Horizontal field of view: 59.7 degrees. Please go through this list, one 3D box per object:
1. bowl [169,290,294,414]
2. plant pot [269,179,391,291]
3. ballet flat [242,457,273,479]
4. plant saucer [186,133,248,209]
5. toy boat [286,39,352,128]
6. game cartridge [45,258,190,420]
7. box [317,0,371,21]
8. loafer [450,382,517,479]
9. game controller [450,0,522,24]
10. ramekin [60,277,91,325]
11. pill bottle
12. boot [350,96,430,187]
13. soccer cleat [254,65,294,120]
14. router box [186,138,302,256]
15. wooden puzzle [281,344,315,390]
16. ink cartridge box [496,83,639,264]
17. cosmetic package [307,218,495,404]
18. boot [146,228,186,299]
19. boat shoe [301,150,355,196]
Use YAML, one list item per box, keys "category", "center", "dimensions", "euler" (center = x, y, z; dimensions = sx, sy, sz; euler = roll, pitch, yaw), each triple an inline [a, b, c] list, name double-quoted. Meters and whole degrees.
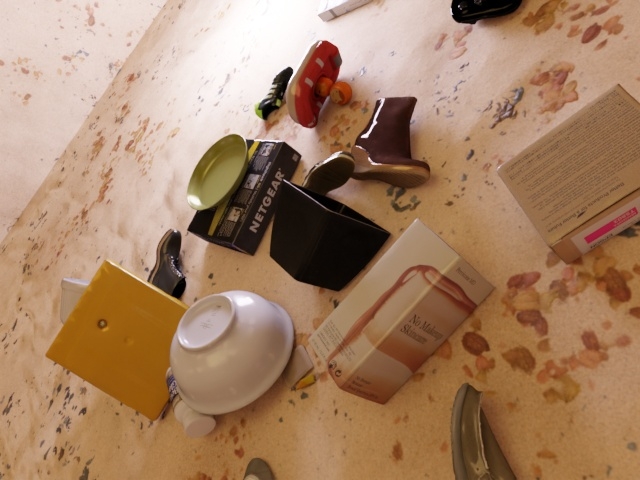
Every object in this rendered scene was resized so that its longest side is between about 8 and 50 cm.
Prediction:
- category: "bowl"
  center: [-0.217, 0.213, 1.215]
  dimensions: [0.297, 0.134, 0.298]
  euler: [-17, 42, 16]
- category: "plant pot"
  center: [0.000, 0.000, 1.188]
  dimensions: [0.187, 0.188, 0.167]
  euler: [38, 106, 48]
- category: "ballet flat"
  center: [-0.119, 0.505, 1.049]
  dimensions: [0.072, 0.068, 0.213]
  euler: [-40, 43, 17]
- category: "plant saucer"
  center: [-0.276, -0.183, 1.537]
  dimensions: [0.240, 0.037, 0.241]
  euler: [-24, 50, 33]
- category: "toy boat"
  center: [0.013, -0.401, 1.474]
  dimensions: [0.151, 0.151, 0.231]
  euler: [24, 82, 19]
- category: "game cartridge"
  center: [-0.476, 0.249, 1.406]
  dimensions: [0.285, 0.323, 0.052]
  euler: [-58, 1, -3]
- category: "box"
  center: [0.085, -0.755, 1.684]
  dimensions: [0.186, 0.038, 0.145]
  euler: [-7, 60, 42]
- category: "loafer"
  center: [0.239, 0.337, 0.815]
  dimensions: [0.087, 0.094, 0.251]
  euler: [-5, 69, 14]
- category: "game controller"
  center: [0.403, -0.637, 1.285]
  dimensions: [0.166, 0.067, 0.319]
  euler: [-3, 64, 43]
- category: "ramekin"
  center: [-0.593, 0.192, 1.564]
  dimensions: [0.272, 0.272, 0.127]
  euler: [5, 82, 45]
- category: "pill bottle"
  center: [-0.296, 0.364, 1.286]
  dimensions: [0.094, 0.094, 0.169]
  euler: [-47, 42, 11]
- category: "boot"
  center: [0.168, -0.227, 1.224]
  dimensions: [0.248, 0.090, 0.207]
  euler: [14, 79, 52]
- category: "soccer cleat"
  center: [-0.131, -0.439, 1.678]
  dimensions: [0.179, 0.060, 0.072]
  euler: [-51, 51, 15]
- category: "router box"
  center: [-0.212, -0.128, 1.532]
  dimensions: [0.242, 0.081, 0.309]
  euler: [15, 76, 48]
- category: "wooden puzzle"
  center: [-0.052, 0.268, 1.179]
  dimensions: [0.078, 0.014, 0.116]
  euler: [-38, 44, 13]
- category: "ink cartridge box"
  center: [0.436, -0.106, 0.897]
  dimensions: [0.234, 0.088, 0.193]
  euler: [-36, 46, 20]
- category: "cosmetic package"
  center: [0.140, 0.130, 0.982]
  dimensions: [0.296, 0.153, 0.129]
  euler: [-50, 43, 9]
- category: "boot"
  center: [-0.418, 0.072, 1.618]
  dimensions: [0.137, 0.076, 0.198]
  euler: [13, 87, 42]
- category: "boat shoe"
  center: [0.008, -0.153, 1.310]
  dimensions: [0.223, 0.080, 0.074]
  euler: [-42, 29, 51]
